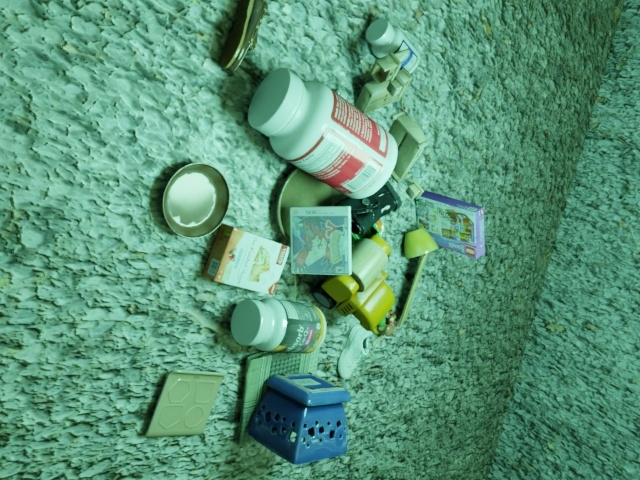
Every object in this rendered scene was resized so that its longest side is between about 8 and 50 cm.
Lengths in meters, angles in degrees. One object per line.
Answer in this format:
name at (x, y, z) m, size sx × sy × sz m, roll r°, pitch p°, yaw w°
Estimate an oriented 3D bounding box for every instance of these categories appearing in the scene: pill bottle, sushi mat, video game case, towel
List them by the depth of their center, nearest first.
pill bottle at (0.008, -0.295, 1.472) m, size 0.407 × 0.229 × 0.229 m, roll 27°, pitch 84°, yaw -37°
video game case at (0.000, 0.000, 1.548) m, size 0.023 × 0.183 × 0.201 m, roll -22°, pitch 112°, yaw -72°
pill bottle at (-0.125, 0.259, 1.599) m, size 0.278 × 0.162 × 0.162 m, roll 16°, pitch 92°, yaw -48°
pill bottle at (0.229, -0.620, 1.690) m, size 0.186 × 0.112 × 0.112 m, roll 29°, pitch 83°, yaw -47°
towel at (-0.140, 0.497, 1.760) m, size 0.312 × 0.056 × 0.324 m, roll -3°, pitch 108°, yaw -42°
sushi mat at (0.380, 0.190, 2.139) m, size 0.151 × 0.019 × 0.317 m, roll -16°, pitch 125°, yaw -70°

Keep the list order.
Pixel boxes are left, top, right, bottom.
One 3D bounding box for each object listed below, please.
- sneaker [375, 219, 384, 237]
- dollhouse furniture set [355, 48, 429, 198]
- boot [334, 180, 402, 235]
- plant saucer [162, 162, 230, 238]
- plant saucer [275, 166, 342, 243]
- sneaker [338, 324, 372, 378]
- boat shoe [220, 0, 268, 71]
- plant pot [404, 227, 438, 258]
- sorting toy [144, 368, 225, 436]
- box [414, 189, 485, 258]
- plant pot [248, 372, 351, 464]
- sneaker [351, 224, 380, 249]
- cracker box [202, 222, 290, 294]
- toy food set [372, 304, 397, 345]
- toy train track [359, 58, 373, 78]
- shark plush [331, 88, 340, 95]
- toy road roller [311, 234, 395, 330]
sneaker at (0.184, 0.006, 1.915) m, size 0.067 × 0.064 × 0.175 m, roll 0°, pitch 99°, yaw -26°
dollhouse furniture set at (0.294, -0.367, 1.648) m, size 0.173 × 0.355 × 0.303 m, roll -29°, pitch 164°, yaw -25°
boot at (0.118, -0.153, 1.679) m, size 0.207 × 0.094 × 0.246 m, roll -32°, pitch 80°, yaw -31°
plant saucer at (-0.324, -0.104, 1.357) m, size 0.198 × 0.036 × 0.199 m, roll -17°, pitch 115°, yaw -41°
plant saucer at (-0.037, -0.114, 1.647) m, size 0.278 × 0.041 × 0.278 m, roll -18°, pitch 116°, yaw -40°
sneaker at (0.135, 0.429, 1.977) m, size 0.080 × 0.094 × 0.212 m, roll 15°, pitch 93°, yaw -49°
boat shoe at (-0.186, -0.518, 1.325) m, size 0.073 × 0.073 × 0.207 m, roll 22°, pitch 88°, yaw -46°
plant pot at (0.385, 0.005, 2.075) m, size 0.134 × 0.134 × 0.095 m, roll -20°, pitch 92°, yaw -40°
sorting toy at (-0.385, 0.461, 1.499) m, size 0.193 × 0.038 × 0.208 m, roll 21°, pitch 93°, yaw -47°
box at (0.493, -0.066, 2.023) m, size 0.057 × 0.293 × 0.201 m, roll -29°, pitch 124°, yaw -29°
plant pot at (-0.054, 0.546, 1.664) m, size 0.236 × 0.236 × 0.212 m, roll 12°, pitch 90°, yaw -45°
sneaker at (0.149, 0.003, 1.805) m, size 0.109 × 0.123 × 0.296 m, roll -23°, pitch 119°, yaw -2°
cracker box at (-0.207, 0.058, 1.512) m, size 0.232 × 0.067 × 0.156 m, roll 21°, pitch 89°, yaw -48°
toy food set at (0.269, 0.317, 2.092) m, size 0.128 × 0.071 × 0.218 m, roll -22°, pitch 119°, yaw -40°
toy train track at (0.153, -0.558, 1.705) m, size 0.083 × 0.014 × 0.048 m, roll 33°, pitch 80°, yaw -46°
shark plush at (0.036, -0.381, 1.607) m, size 0.073 × 0.067 × 0.161 m, roll -13°, pitch 113°, yaw -43°
toy road roller at (0.144, 0.154, 1.717) m, size 0.240 × 0.329 × 0.202 m, roll 43°, pitch 65°, yaw 2°
